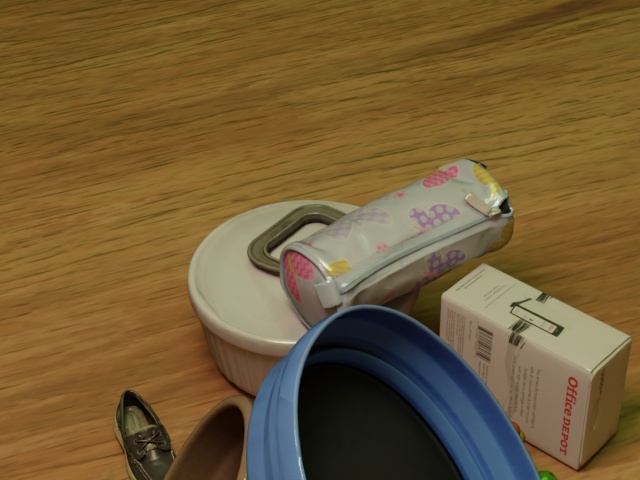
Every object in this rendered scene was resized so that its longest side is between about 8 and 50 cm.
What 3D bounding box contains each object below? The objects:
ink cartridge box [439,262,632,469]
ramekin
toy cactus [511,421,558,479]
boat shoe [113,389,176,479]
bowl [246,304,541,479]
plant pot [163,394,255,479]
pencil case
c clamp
[{"bbox_3d":[0.235,0.139,1.788,0.203,0.148,0.086,28,45,31],"label":"ink cartridge box"},{"bbox_3d":[-0.018,0.079,1.893,0.273,0.127,0.273,-1,38,1],"label":"ramekin"},{"bbox_3d":[0.173,0.286,1.655,0.180,0.112,0.219,-27,52,-14],"label":"toy cactus"},{"bbox_3d":[-0.195,0.225,1.776,0.056,0.049,0.152,-19,41,-21],"label":"boat shoe"},{"bbox_3d":[0.082,0.249,1.445,0.077,0.391,0.391,-30,26,30],"label":"bowl"},{"bbox_3d":[-0.032,0.305,1.508,0.229,0.263,0.263,25,35,-16],"label":"plant pot"},{"bbox_3d":[0.087,0.008,1.784,0.273,0.113,0.124,-25,28,-27],"label":"pencil case"},{"bbox_3d":[0.000,0.000,1.871,0.137,0.022,0.160,30,48,34],"label":"c clamp"}]
